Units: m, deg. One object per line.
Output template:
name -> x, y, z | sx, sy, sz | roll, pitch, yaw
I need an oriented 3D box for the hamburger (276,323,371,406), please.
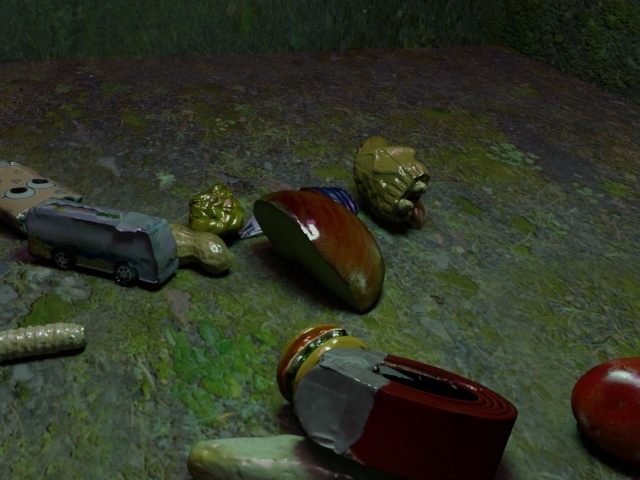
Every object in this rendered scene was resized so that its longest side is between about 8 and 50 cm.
hamburger -> 0.008, 0.213, 1.203 | 0.162, 0.161, 0.115 | -14, 25, -30

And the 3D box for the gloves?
gloves -> 0.169, -0.146, 1.899 | 0.156, 0.203, 0.356 | -25, 27, -5

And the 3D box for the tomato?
tomato -> 0.487, 0.253, 1.182 | 0.187, 0.151, 0.187 | 0, 22, 0

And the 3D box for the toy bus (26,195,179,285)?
toy bus -> -0.453, -0.002, 1.583 | 0.317, 0.137, 0.112 | 9, 29, 15

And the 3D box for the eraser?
eraser -> -0.721, -0.104, 1.806 | 0.291, 0.087, 0.171 | 24, 32, 33

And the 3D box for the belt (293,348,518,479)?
belt -> 0.123, 0.244, 1.070 | 0.324, 0.115, 0.227 | 15, 5, -26

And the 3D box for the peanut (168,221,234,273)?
peanut -> -0.270, 0.018, 1.626 | 0.193, 0.089, 0.089 | 15, 30, 21

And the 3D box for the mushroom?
mushroom -> -0.017, 0.324, 1.059 | 0.334, 0.087, 0.107 | 9, 29, 15

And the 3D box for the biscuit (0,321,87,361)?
biscuit -> -0.519, 0.177, 1.318 | 0.219, 0.055, 0.061 | -6, 18, -17

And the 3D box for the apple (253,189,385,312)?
apple -> 0.000, 0.000, 1.591 | 0.254, 0.179, 0.346 | 4, 21, -40

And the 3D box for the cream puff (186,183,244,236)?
cream puff -> -0.241, -0.066, 1.722 | 0.146, 0.116, 0.146 | -11, 7, 1

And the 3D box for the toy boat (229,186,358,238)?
toy boat -> -0.067, -0.066, 1.852 | 0.319, 0.071, 0.219 | -7, 30, 1
